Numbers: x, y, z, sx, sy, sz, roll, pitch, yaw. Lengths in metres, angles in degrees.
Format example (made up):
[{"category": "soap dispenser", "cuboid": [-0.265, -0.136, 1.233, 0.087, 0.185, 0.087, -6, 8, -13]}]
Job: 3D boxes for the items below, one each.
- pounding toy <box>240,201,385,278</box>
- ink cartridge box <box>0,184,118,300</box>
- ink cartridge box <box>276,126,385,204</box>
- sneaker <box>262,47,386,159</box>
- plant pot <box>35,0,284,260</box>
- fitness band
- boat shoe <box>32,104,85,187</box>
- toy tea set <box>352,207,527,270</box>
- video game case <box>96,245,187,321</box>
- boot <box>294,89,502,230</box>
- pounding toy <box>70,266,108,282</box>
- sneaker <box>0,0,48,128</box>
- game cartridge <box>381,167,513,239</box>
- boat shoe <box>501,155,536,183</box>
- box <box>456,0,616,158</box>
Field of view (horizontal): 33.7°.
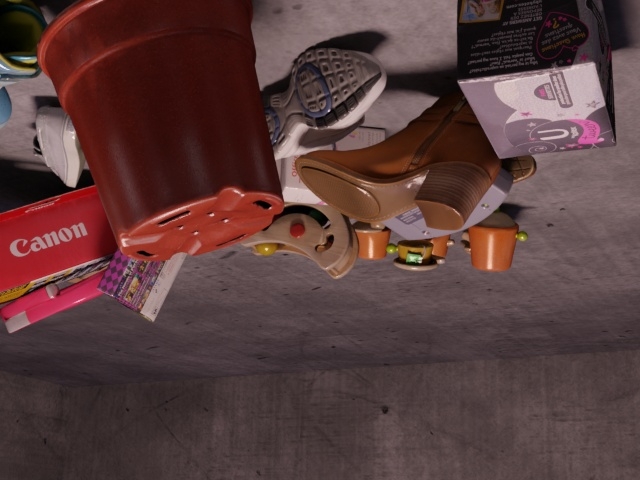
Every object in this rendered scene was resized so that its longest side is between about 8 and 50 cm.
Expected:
[{"category": "pounding toy", "cuboid": [0.000, 0.000, 1.990, 0.269, 0.154, 0.155, -4, 162, 18]}, {"category": "ink cartridge box", "cuboid": [-0.512, 0.016, 1.916, 0.309, 0.130, 0.272, -21, 177, -35]}, {"category": "ink cartridge box", "cuboid": [-0.002, -0.120, 1.665, 0.198, 0.115, 0.067, 4, 164, -10]}, {"category": "sneaker", "cuboid": [0.013, -0.195, 1.492, 0.129, 0.111, 0.297, -7, 173, -30]}, {"category": "plant pot", "cuboid": [-0.174, -0.132, 1.269, 0.272, 0.265, 0.272, -17, 165, -5]}, {"category": "fitness band", "cuboid": [-0.484, 0.103, 2.017, 0.291, 0.054, 0.209, -21, -178, 36]}, {"category": "boat shoe", "cuboid": [-0.413, -0.155, 1.676, 0.081, 0.079, 0.227, 17, 159, -5]}, {"category": "toy tea set", "cuboid": [0.227, -0.019, 2.042, 0.336, 0.124, 0.200, 0, -167, -9]}, {"category": "video game case", "cuboid": [-0.308, 0.019, 1.958, 0.041, 0.232, 0.210, 22, 169, 17]}, {"category": "boot", "cuboid": [0.124, -0.136, 1.493, 0.283, 0.220, 0.109, 10, 145, 33]}, {"category": "pounding toy", "cuboid": [-0.519, 0.046, 2.303, 0.206, 0.094, 0.181, 0, 170, 38]}, {"category": "sneaker", "cuboid": [-0.423, -0.218, 1.368, 0.208, 0.127, 0.319, 0, 164, 9]}, {"category": "game cartridge", "cuboid": [0.177, -0.088, 1.752, 0.196, 0.060, 0.294, 36, 152, -16]}, {"category": "boat shoe", "cuboid": [0.286, -0.116, 1.758, 0.060, 0.064, 0.178, 10, 167, -44]}, {"category": "box", "cuboid": [0.272, -0.212, 1.303, 0.163, 0.142, 0.247, -5, 162, 20]}]
